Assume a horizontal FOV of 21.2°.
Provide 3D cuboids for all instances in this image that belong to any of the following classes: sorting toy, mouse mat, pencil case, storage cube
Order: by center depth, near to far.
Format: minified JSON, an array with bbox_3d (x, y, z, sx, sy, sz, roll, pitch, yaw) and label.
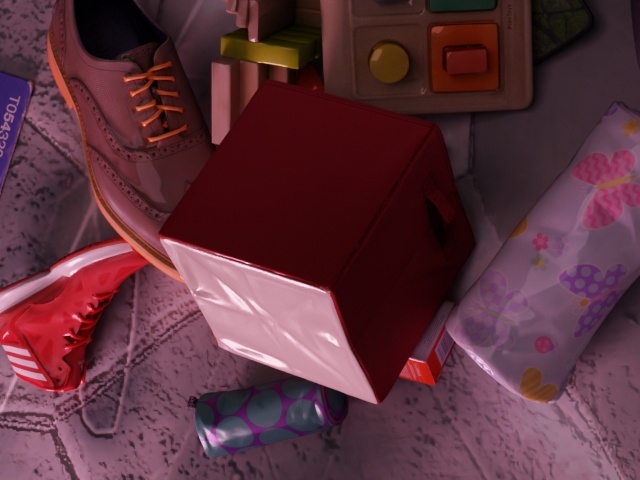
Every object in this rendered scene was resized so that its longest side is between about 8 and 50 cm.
[{"bbox_3d":[0.230,0.013,1.504,0.124,0.113,0.273,39,102,16],"label":"pencil case"},{"bbox_3d":[0.000,0.000,1.543,0.215,0.183,0.193,17,60,29],"label":"storage cube"},{"bbox_3d":[0.096,-0.202,1.574,0.196,0.047,0.347,-2,104,6],"label":"sorting toy"},{"bbox_3d":[0.149,-0.241,1.598,0.153,0.007,0.189,-32,88,28],"label":"mouse mat"},{"bbox_3d":[-0.049,0.162,1.654,0.152,0.064,0.070,-16,47,24],"label":"pencil case"}]

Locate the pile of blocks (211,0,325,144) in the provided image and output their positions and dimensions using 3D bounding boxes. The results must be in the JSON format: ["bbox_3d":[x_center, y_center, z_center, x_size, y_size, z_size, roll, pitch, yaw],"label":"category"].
[{"bbox_3d":[-0.011,-0.260,1.645,0.113,0.149,0.362,11,89,22],"label":"pile of blocks"}]

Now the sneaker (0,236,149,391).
[{"bbox_3d":[-0.239,0.080,1.767,0.221,0.087,0.128,-25,83,32],"label":"sneaker"}]

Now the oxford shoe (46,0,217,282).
[{"bbox_3d":[-0.177,-0.118,1.696,0.130,0.132,0.363,-24,68,-21],"label":"oxford shoe"}]

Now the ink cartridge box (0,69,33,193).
[{"bbox_3d":[-0.509,-0.074,1.923,0.330,0.071,0.324,18,91,29],"label":"ink cartridge box"}]

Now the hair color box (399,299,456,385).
[{"bbox_3d":[0.055,0.082,1.609,0.141,0.043,0.072,14,59,28],"label":"hair color box"}]

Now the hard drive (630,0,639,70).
[{"bbox_3d":[0.335,-0.251,1.376,0.172,0.054,0.254,2,62,8],"label":"hard drive"}]
